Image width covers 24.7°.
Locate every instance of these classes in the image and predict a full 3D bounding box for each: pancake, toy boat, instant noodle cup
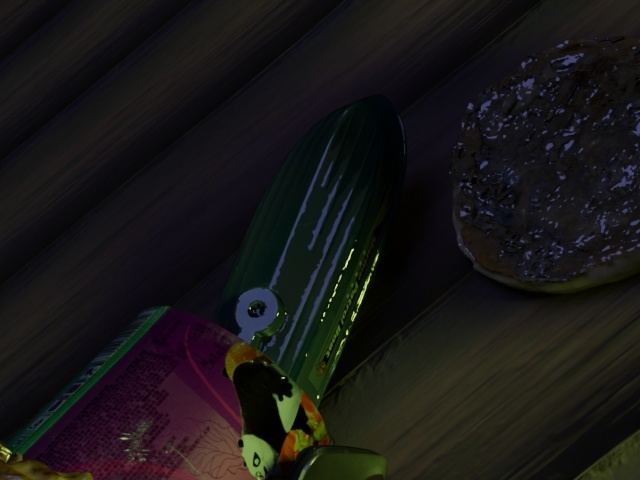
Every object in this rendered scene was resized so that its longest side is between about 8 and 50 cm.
[{"bbox_3d":[0.220,-0.071,1.220,0.282,0.049,0.282,-24,40,22],"label":"pancake"},{"bbox_3d":[0.000,0.003,1.279,0.114,0.122,0.296,16,73,26],"label":"toy boat"},{"bbox_3d":[-0.121,0.182,1.125,0.251,0.251,0.190,5,48,45],"label":"instant noodle cup"}]

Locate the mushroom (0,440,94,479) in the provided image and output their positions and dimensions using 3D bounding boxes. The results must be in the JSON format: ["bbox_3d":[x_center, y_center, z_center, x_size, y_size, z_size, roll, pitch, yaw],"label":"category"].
[{"bbox_3d":[-0.112,0.327,0.845,0.331,0.356,0.334,1,61,42],"label":"mushroom"}]

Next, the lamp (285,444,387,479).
[{"bbox_3d":[0.053,0.278,0.986,0.283,0.124,0.203,30,95,50],"label":"lamp"}]
